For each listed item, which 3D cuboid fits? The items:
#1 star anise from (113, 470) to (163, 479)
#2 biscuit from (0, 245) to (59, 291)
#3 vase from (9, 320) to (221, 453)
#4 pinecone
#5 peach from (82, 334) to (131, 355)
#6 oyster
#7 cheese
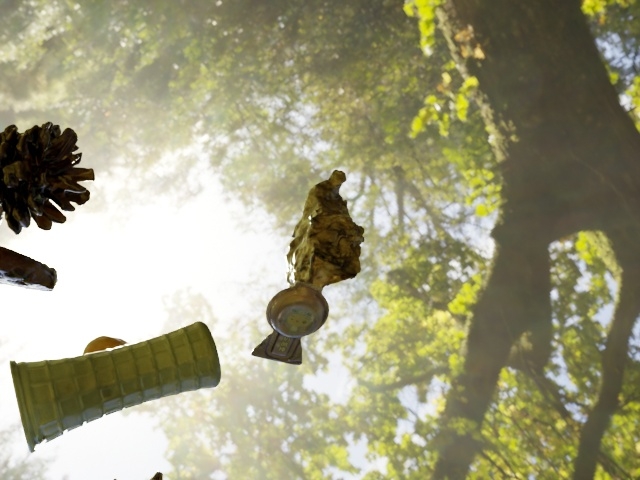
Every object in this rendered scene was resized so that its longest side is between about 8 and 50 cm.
[{"bbox_3d":[-0.317,0.525,1.358,0.197,0.212,0.073,-18,167,-45],"label":"star anise"},{"bbox_3d":[-0.424,0.025,0.929,0.192,0.192,0.049,0,-113,60],"label":"biscuit"},{"bbox_3d":[-0.312,0.216,1.154,0.299,0.143,0.143,-12,-169,-23],"label":"vase"},{"bbox_3d":[-0.518,-0.113,1.345,0.201,0.202,0.229,-16,-166,-6],"label":"pinecone"},{"bbox_3d":[-0.521,0.296,1.821,0.138,0.138,0.138,-34,-159,15],"label":"peach"},{"bbox_3d":[-0.017,0.008,1.519,0.204,0.111,0.396,-40,-157,23],"label":"oyster"},{"bbox_3d":[-0.047,0.141,1.255,0.042,0.105,0.191,-91,-161,-51],"label":"cheese"}]
